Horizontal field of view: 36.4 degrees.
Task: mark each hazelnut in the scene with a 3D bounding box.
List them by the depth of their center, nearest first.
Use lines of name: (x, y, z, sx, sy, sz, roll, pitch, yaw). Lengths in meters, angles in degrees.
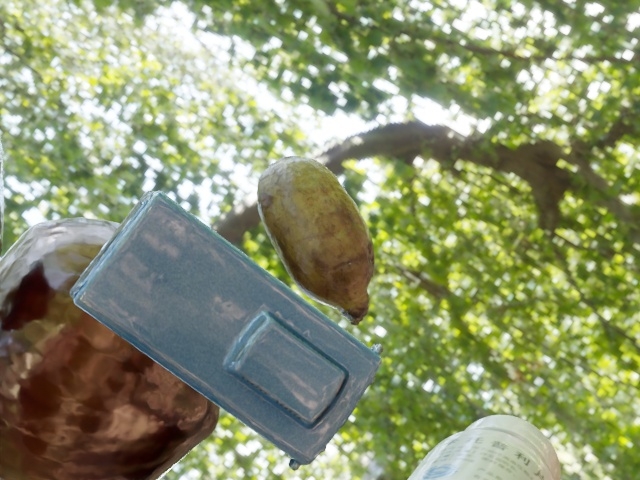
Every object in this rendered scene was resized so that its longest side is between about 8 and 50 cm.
hazelnut: (-0.356, 0.183, 1.431, 0.429, 0.402, 0.402, -59, -19, 3)

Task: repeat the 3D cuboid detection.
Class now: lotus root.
lotus root: (0.000, 0.000, 1.366, 0.128, 0.260, 0.145, -25, -4, -19)

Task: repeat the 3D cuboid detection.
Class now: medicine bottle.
medicine bottle: (0.173, 0.305, 1.074, 0.170, 0.170, 0.293, -63, -17, 20)

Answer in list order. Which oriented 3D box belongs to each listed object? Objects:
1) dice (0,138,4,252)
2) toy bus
dice: (-0.494, -0.056, 1.200, 0.194, 0.193, 0.191, -170, 79, -74)
toy bus: (-0.069, 0.071, 0.759, 0.116, 0.234, 0.133, -54, 11, -9)
